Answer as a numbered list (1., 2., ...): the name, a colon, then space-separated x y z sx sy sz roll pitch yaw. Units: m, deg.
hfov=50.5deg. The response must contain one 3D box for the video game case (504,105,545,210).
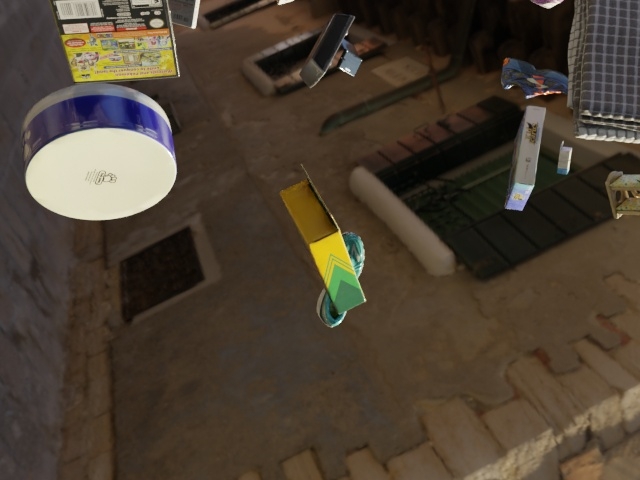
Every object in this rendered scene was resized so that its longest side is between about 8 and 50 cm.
1. video game case: 0.626 -0.246 2.090 0.269 0.061 0.244 58 42 -74

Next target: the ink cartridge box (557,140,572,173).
1. ink cartridge box: 0.691 -0.235 1.918 0.048 0.028 0.083 -41 135 -56

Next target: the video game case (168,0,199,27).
1. video game case: -0.461 -0.783 2.121 0.212 0.023 0.193 22 -70 25

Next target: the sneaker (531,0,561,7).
1. sneaker: 0.741 -0.934 2.358 0.282 0.102 0.161 53 -31 -3

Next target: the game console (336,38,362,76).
1. game console: 0.091 -0.667 2.460 0.071 0.107 0.122 34 13 32

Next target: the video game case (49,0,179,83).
1. video game case: -0.507 -0.511 1.696 0.248 0.274 0.035 92 -9 -48

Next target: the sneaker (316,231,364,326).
1. sneaker: 0.067 0.114 1.928 0.110 0.107 0.275 -167 -90 -80

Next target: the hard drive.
1. hard drive: 0.009 -0.480 1.716 0.054 0.172 0.254 28 1 -10

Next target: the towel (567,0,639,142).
1. towel: 0.564 -0.316 1.191 0.121 0.234 0.284 85 11 -77

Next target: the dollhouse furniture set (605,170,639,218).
1. dollhouse furniture set: 0.749 -0.124 1.468 0.182 0.161 0.101 7 -55 57

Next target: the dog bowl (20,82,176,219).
1. dog bowl: -0.398 -0.153 1.230 0.265 0.264 0.104 73 0 -60

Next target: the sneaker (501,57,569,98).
1. sneaker: 0.590 -0.420 1.835 0.221 0.087 0.083 25 13 21

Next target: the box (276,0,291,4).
1. box: -0.090 -0.548 1.223 0.207 0.036 0.114 66 -20 1

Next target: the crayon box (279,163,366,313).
1. crayon box: 0.000 0.000 1.590 0.202 0.081 0.319 61 -5 45
